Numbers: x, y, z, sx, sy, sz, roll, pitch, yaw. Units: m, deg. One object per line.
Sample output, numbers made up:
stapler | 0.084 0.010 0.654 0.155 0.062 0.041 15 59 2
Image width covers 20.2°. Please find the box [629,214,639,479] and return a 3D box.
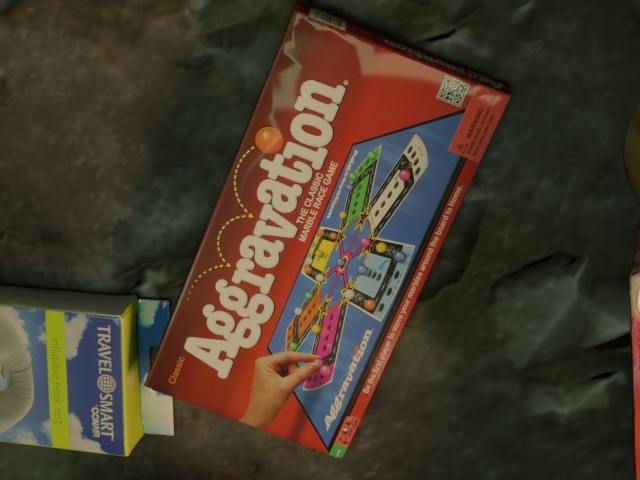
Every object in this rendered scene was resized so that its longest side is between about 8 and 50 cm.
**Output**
box | 0.265 0.132 1.090 0.142 0.154 0.300 -1 109 13

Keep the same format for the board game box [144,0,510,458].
board game box | 0.000 0.000 1.155 0.145 0.027 0.281 21 113 -4

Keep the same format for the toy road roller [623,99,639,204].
toy road roller | 0.293 -0.119 0.884 0.329 0.202 0.240 -27 120 9

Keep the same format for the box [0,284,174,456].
box | -0.193 0.087 1.234 0.178 0.042 0.109 5 112 12
